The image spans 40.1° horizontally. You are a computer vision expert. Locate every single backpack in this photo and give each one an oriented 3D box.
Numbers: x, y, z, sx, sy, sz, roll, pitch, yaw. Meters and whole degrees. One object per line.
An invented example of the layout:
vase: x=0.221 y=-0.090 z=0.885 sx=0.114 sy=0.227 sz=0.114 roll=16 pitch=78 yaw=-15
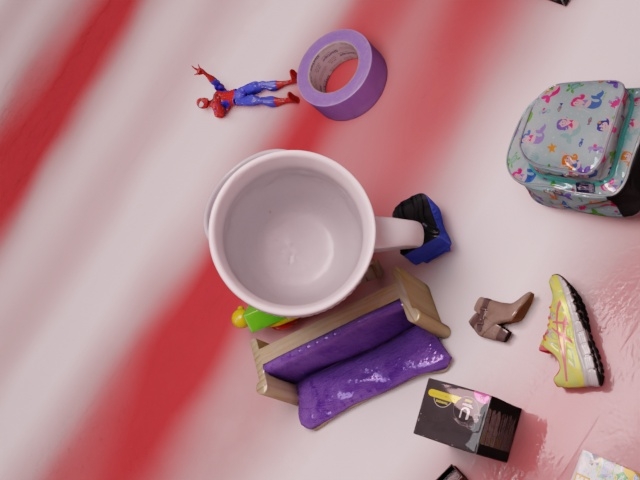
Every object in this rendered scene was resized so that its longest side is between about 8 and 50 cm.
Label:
backpack: x=0.195 y=-0.022 z=1.710 sx=0.098 sy=0.101 sz=0.120 roll=-28 pitch=56 yaw=18
backpack: x=0.456 y=-0.167 z=1.549 sx=0.253 sy=0.191 sz=0.225 roll=10 pitch=73 yaw=50

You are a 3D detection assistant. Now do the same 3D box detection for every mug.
mug: x=0.000 y=0.000 z=1.584 sx=0.374 sy=0.328 sz=0.276 roll=-4 pitch=84 yaw=-1

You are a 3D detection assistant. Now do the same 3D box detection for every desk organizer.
desk organizer: x=0.199 y=0.451 z=1.545 sx=0.130 sy=0.050 sz=0.047 roll=-44 pitch=51 yaw=-2

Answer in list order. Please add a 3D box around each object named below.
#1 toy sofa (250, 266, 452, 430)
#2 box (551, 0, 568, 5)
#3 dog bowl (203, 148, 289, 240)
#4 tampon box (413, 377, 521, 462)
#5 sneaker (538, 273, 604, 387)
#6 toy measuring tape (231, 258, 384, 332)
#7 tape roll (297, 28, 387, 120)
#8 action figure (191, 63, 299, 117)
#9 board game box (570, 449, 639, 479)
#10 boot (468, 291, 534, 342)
toy sofa: x=0.058 y=0.215 z=1.676 sx=0.362 sy=0.150 sz=0.177 roll=-28 pitch=59 yaw=20
box: x=0.440 y=-0.656 z=1.814 sx=0.322 sy=0.079 sz=0.257 roll=36 pitch=91 yaw=36
dog bowl: x=-0.114 y=-0.062 z=1.878 sx=0.265 sy=0.104 sz=0.265 roll=-17 pitch=51 yaw=22
tampon box: x=0.256 y=0.311 z=1.511 sx=0.120 sy=0.161 sz=0.101 roll=11 pitch=78 yaw=34
sneaker: x=0.418 y=0.159 z=1.519 sx=0.094 sy=0.081 sz=0.209 roll=-21 pitch=63 yaw=26
toy measuring tape: x=-0.032 y=0.100 z=1.818 sx=0.330 sy=0.121 sz=0.121 roll=-23 pitch=60 yaw=4
tape roll: x=0.047 y=-0.367 z=1.945 sx=0.189 sy=0.080 sz=0.189 roll=-11 pitch=67 yaw=27
action figure: x=-0.199 y=-0.358 z=2.063 sx=0.280 sy=0.139 sz=0.091 roll=-7 pitch=68 yaw=32
board game box: x=0.450 y=0.434 z=1.427 sx=0.103 sy=0.026 sz=0.154 roll=18 pitch=82 yaw=36
boot: x=0.327 y=0.128 z=1.610 sx=0.087 sy=0.042 sz=0.118 roll=34 pitch=91 yaw=38
